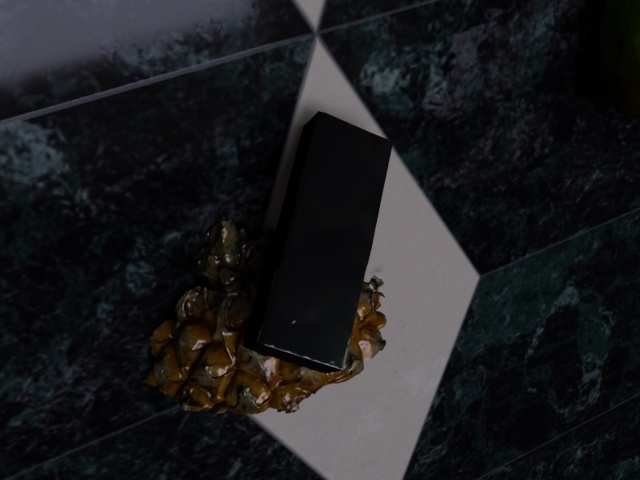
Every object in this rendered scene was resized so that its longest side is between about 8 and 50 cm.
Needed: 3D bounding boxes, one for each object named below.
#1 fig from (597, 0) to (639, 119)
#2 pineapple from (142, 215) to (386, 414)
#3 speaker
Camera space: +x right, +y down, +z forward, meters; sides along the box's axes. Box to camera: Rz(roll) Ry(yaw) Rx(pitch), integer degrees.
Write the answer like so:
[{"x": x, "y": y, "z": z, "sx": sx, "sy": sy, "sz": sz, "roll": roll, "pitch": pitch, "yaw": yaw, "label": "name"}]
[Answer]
[{"x": 0.372, "y": -0.200, "z": 0.813, "sx": 0.181, "sy": 0.181, "sz": 0.191, "roll": -41, "pitch": 106, "yaw": -5, "label": "fig"}, {"x": -0.039, "y": 0.064, "z": 0.740, "sx": 0.249, "sy": 0.140, "sz": 0.164, "roll": -12, "pitch": 119, "yaw": -20, "label": "pineapple"}, {"x": 0.000, "y": 0.000, "z": 0.701, "sx": 0.082, "sy": 0.044, "sz": 0.218, "roll": 19, "pitch": 69, "yaw": -17, "label": "speaker"}]
